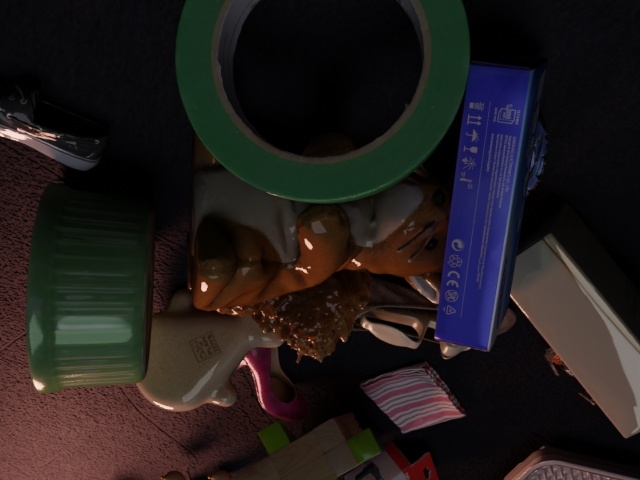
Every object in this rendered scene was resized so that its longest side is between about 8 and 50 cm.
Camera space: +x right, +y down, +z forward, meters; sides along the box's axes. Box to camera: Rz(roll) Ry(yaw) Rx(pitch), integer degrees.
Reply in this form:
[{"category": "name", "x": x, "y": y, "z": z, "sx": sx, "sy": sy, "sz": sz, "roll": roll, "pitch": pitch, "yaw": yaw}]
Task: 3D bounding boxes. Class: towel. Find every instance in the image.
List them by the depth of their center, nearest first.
[{"category": "towel", "x": 0.184, "y": 0.315, "z": 1.508, "sx": 0.144, "sy": 0.029, "sz": 0.197, "roll": -22, "pitch": 129, "yaw": 22}]

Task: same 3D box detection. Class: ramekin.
[{"category": "ramekin", "x": -0.323, "y": 0.071, "z": 1.120, "sx": 0.148, "sy": 0.303, "sz": 0.303, "roll": 2, "pitch": 134, "yaw": -10}]

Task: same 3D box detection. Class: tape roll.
[{"category": "tape roll", "x": 0.002, "y": -0.201, "z": 0.860, "sx": 0.321, "sy": 0.077, "sz": 0.321, "roll": 0, "pitch": 92, "yaw": 5}]

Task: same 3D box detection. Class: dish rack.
[{"category": "dish rack", "x": 0.554, "y": 0.552, "z": 1.688, "sx": 0.333, "sy": 0.072, "sz": 0.285, "roll": 16, "pitch": 133, "yaw": -12}]

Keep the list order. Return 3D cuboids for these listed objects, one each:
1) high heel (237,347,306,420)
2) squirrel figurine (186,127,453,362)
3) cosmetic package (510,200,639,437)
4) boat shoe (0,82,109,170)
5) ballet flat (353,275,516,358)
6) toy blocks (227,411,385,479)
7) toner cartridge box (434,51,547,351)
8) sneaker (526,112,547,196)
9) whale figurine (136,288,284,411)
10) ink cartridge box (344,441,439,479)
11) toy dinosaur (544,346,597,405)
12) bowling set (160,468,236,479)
[{"category": "high heel", "x": -0.072, "y": 0.248, "z": 1.425, "sx": 0.117, "sy": 0.082, "sz": 0.244, "roll": -25, "pitch": 118, "yaw": 26}, {"category": "squirrel figurine", "x": 0.000, "y": 0.000, "z": 1.102, "sx": 0.371, "sy": 0.281, "sz": 0.397, "roll": 1, "pitch": 149, "yaw": -13}, {"category": "cosmetic package", "x": 0.401, "y": 0.110, "z": 1.126, "sx": 0.113, "sy": 0.160, "sz": 0.309, "roll": -40, "pitch": 91, "yaw": 32}, {"category": "boat shoe", "x": -0.394, "y": -0.173, "z": 1.036, "sx": 0.229, "sy": 0.080, "sz": 0.076, "roll": 28, "pitch": 122, "yaw": -24}, {"category": "ballet flat", "x": 0.182, "y": 0.142, "z": 1.290, "sx": 0.316, "sy": 0.106, "sz": 0.107, "roll": 10, "pitch": 133, "yaw": -7}, {"category": "toy blocks", "x": -0.036, "y": 0.455, "z": 1.526, "sx": 0.381, "sy": 0.190, "sz": 0.261, "roll": -32, "pitch": 164, "yaw": 10}, {"category": "toner cartridge box", "x": 0.216, "y": -0.054, "z": 0.969, "sx": 0.075, "sy": 0.165, "sz": 0.347, "roll": 11, "pitch": 111, "yaw": 20}, {"category": "sneaker", "x": 0.249, "y": -0.090, "z": 1.088, "sx": 0.087, "sy": 0.083, "sz": 0.221, "roll": 19, "pitch": 129, "yaw": -8}, {"category": "whale figurine", "x": -0.191, "y": 0.181, "z": 1.328, "sx": 0.272, "sy": 0.141, "sz": 0.216, "roll": -27, "pitch": 85, "yaw": 8}, {"category": "ink cartridge box", "x": 0.132, "y": 0.526, "z": 1.637, "sx": 0.231, "sy": 0.078, "sz": 0.134, "roll": -32, "pitch": 133, "yaw": -13}, {"category": "toy dinosaur", "x": 0.474, "y": 0.176, "z": 1.292, "sx": 0.218, "sy": 0.164, "sz": 0.322, "roll": -11, "pitch": 149, "yaw": 33}, {"category": "bowling set", "x": -0.255, "y": 0.610, "z": 1.753, "sx": 0.287, "sy": 0.154, "sz": 0.200, "roll": 20, "pitch": 149, "yaw": -18}]
